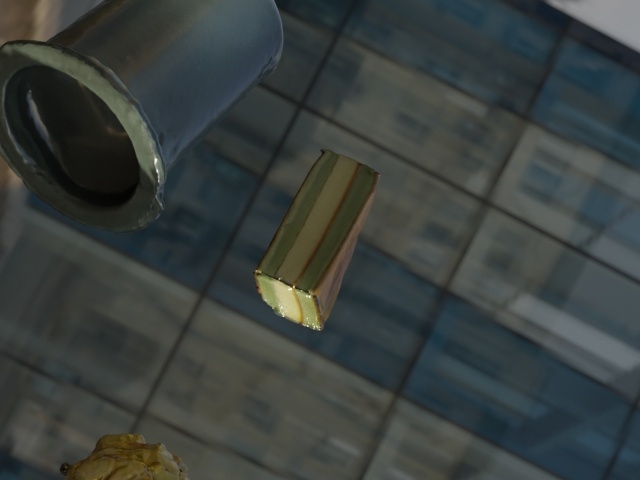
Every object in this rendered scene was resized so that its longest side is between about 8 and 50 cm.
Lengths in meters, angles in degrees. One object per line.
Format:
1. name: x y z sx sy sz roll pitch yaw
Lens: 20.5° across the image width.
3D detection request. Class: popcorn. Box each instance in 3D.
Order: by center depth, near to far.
1. popcorn: -0.206 0.279 1.898 0.148 0.152 0.167 -29 144 -16

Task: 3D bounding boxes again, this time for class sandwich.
1. sandwich: 0.000 0.000 1.920 0.113 0.079 0.163 83 32 -67

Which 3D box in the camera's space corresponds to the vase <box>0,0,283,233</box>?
1. vase: -0.193 -0.184 1.946 0.291 0.245 0.245 -48 173 -41
